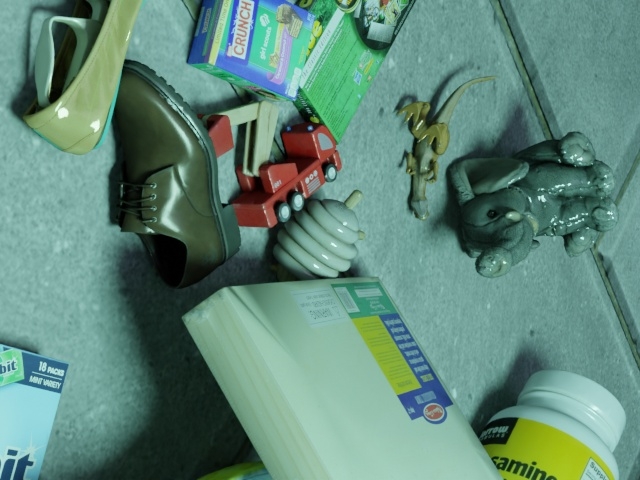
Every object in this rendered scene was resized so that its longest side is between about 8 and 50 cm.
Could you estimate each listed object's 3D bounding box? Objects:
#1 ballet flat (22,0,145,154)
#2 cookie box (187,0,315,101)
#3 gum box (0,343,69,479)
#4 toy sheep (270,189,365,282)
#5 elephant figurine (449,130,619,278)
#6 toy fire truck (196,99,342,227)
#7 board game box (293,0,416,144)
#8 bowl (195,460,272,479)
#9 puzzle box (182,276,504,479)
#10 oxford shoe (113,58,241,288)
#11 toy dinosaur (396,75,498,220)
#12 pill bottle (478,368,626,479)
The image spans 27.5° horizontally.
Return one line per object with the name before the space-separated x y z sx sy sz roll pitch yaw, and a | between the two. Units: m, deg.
ballet flat | -0.188 -0.188 1.088 0.073 0.080 0.232 22 76 -37
cookie box | -0.065 -0.193 1.255 0.107 0.040 0.091 19 80 -36
gum box | -0.288 0.168 1.032 0.157 0.041 0.184 26 74 -52
toy sheep | 0.000 0.000 1.348 0.091 0.091 0.132 22 105 -52
elephant figurine | 0.231 -0.039 1.610 0.239 0.186 0.169 -20 76 -23
toy fire truck | -0.058 -0.088 1.294 0.192 0.047 0.135 -42 125 -43
board game box | 0.035 -0.244 1.410 0.259 0.030 0.136 -62 140 -26
bowl | -0.088 0.337 1.207 0.289 0.156 0.289 -2 93 -38
puzzle box | 0.041 0.164 1.249 0.272 0.052 0.409 59 18 12
oxford shoe | -0.143 -0.052 1.161 0.096 0.083 0.227 -44 127 -36
toy dinosaur | 0.135 -0.131 1.547 0.211 0.064 0.112 -66 158 -8
pill bottle | 0.265 0.334 1.666 0.334 0.188 0.188 -57 135 -32
